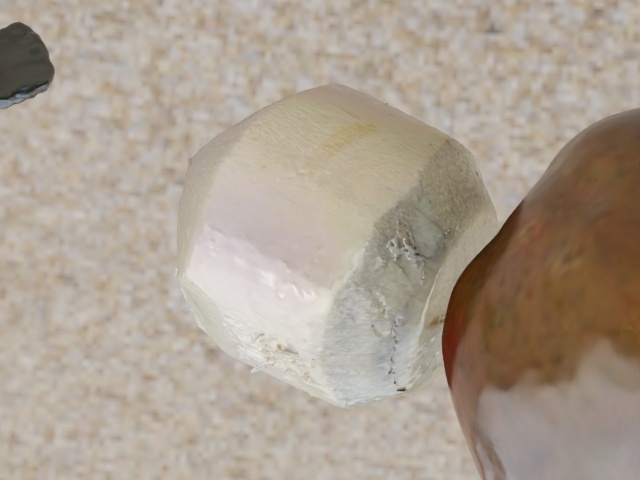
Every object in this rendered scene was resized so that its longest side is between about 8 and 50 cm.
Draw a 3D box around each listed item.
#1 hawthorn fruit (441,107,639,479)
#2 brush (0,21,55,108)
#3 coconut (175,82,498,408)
[{"bbox_3d":[0.220,0.081,1.082,0.308,0.308,0.325,3,-170,5],"label":"hawthorn fruit"},{"bbox_3d":[-0.322,-0.072,1.262,0.323,0.070,0.051,-29,174,-27],"label":"brush"},{"bbox_3d":[0.000,0.000,1.314,0.234,0.224,0.224,18,158,20],"label":"coconut"}]
